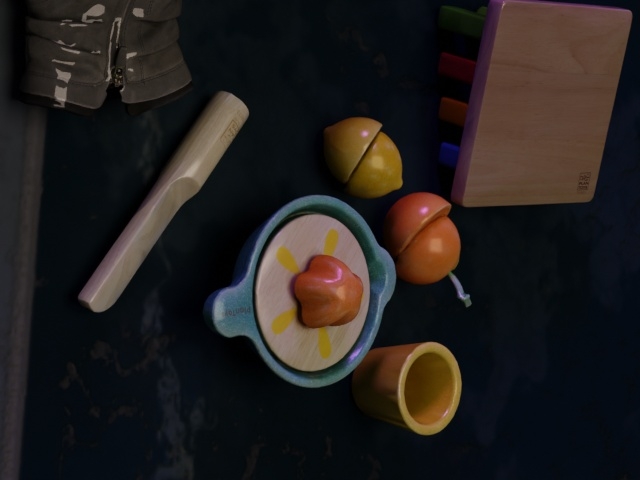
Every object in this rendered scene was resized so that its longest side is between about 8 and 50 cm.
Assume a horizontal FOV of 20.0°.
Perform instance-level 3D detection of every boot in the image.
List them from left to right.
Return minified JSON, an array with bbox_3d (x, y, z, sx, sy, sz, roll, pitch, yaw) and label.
[{"bbox_3d":[-0.102,-0.173,1.198,0.246,0.083,0.161,-17,110,-36],"label":"boot"}]

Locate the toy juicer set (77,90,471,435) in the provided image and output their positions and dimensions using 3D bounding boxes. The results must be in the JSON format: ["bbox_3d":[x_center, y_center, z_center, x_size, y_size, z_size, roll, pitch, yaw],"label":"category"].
[{"bbox_3d":[0.000,0.000,1.280,0.329,0.089,0.209,26,74,-41],"label":"toy juicer set"}]

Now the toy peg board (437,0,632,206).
[{"bbox_3d":[0.154,-0.116,1.447,0.161,0.079,0.161,-3,109,-43],"label":"toy peg board"}]
